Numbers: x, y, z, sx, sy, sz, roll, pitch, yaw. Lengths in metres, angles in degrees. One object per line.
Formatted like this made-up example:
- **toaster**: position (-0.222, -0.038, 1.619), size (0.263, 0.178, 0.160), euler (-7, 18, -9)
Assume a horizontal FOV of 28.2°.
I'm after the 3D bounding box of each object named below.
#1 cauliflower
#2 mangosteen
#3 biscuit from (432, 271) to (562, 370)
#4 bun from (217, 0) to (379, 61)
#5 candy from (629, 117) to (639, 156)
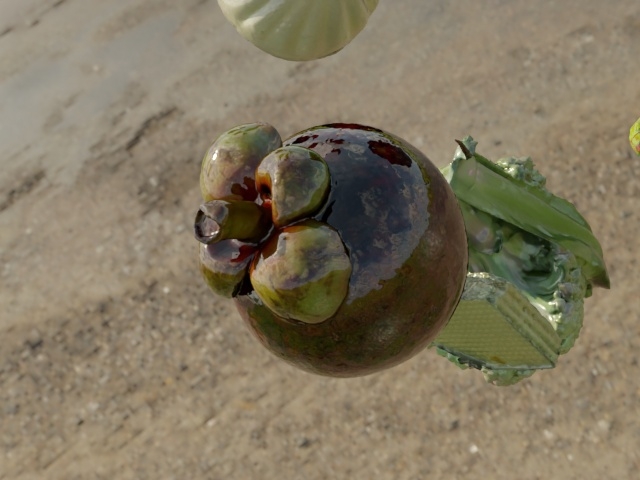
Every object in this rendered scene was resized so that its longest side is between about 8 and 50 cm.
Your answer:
- **cauliflower**: position (0.171, 0.000, 1.323), size (0.239, 0.315, 0.256), euler (3, 51, 39)
- **mangosteen**: position (0.000, 0.000, 0.840), size (0.199, 0.200, 0.200), euler (-23, 30, 14)
- **biscuit**: position (0.103, 0.039, 1.169), size (0.147, 0.250, 0.046), euler (-8, 48, 48)
- **bun**: position (-0.020, -0.405, 1.841), size (0.263, 0.263, 0.175), euler (-41, 4, -18)
- **candy**: position (0.448, -0.190, 1.708), size (0.058, 0.062, 0.194), euler (-11, 51, 34)
